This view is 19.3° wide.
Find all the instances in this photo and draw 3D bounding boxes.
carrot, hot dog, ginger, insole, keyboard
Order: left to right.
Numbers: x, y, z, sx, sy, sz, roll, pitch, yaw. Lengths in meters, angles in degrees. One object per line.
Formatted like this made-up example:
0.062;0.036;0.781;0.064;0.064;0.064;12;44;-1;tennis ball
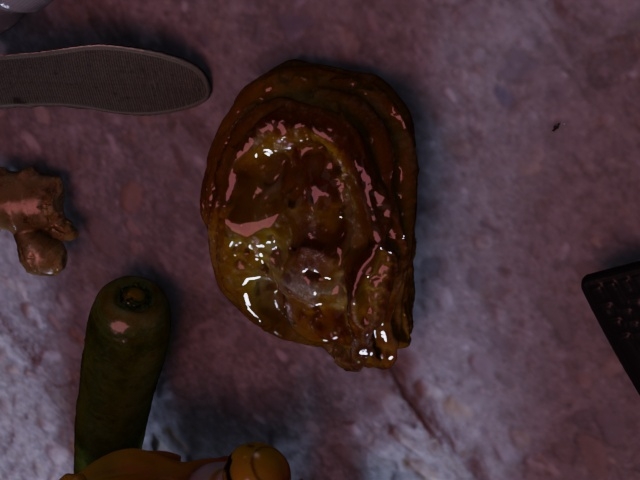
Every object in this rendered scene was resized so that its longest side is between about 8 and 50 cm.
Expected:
-0.301;-0.061;1.622;0.176;0.052;0.193;1;112;29;ginger
-0.202;-0.126;1.494;0.232;0.003;0.080;0;139;8;insole
-0.187;0.176;1.697;0.074;0.074;0.359;25;132;14;carrot
-0.001;0.000;1.442;0.175;0.114;0.259;13;124;24;hot dog
0.268;0.080;1.384;0.103;0.041;0.381;-17;110;36;keyboard

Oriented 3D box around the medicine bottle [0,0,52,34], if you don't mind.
-0.275;-0.208;1.475;0.168;0.105;0.105;-24;105;39;medicine bottle

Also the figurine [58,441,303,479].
-0.107;0.292;1.611;0.323;0.196;0.320;16;137;-2;figurine
